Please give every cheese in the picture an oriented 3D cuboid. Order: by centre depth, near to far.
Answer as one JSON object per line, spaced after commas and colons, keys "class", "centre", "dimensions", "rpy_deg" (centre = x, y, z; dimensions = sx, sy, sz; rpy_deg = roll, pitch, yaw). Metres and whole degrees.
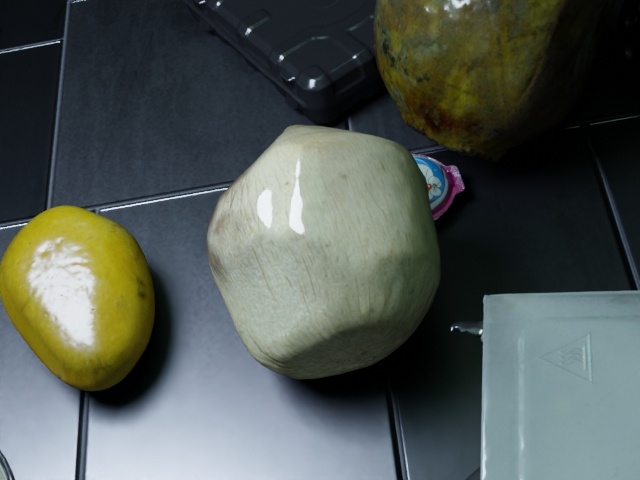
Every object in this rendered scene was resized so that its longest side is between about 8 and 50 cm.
{"class": "cheese", "centre": [0.065, -0.045, 1.126], "dimensions": [0.145, 0.038, 0.095], "rpy_deg": [-13, 50, 0]}

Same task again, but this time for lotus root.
{"class": "lotus root", "centre": [0.182, -0.252, 1.101], "dimensions": [0.250, 0.250, 0.346], "rpy_deg": [28, 103, 30]}

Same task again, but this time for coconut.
{"class": "coconut", "centre": [0.000, 0.000, 1.002], "dimensions": [0.224, 0.224, 0.224], "rpy_deg": [-6, 50, 7]}

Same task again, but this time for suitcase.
{"class": "suitcase", "centre": [-0.007, -0.261, 1.302], "dimensions": [0.206, 0.066, 0.285], "rpy_deg": [-34, 52, -15]}

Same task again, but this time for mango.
{"class": "mango", "centre": [-0.221, 0.055, 1.073], "dimensions": [0.137, 0.098, 0.195], "rpy_deg": [-16, 57, -4]}

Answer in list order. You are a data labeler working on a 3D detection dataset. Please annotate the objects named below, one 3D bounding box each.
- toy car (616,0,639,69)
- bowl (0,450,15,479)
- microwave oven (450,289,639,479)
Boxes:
{"class": "toy car", "centre": [0.432, -0.291, 1.116], "dimensions": [0.271, 0.240, 0.341], "rpy_deg": [8, 51, 21]}
{"class": "bowl", "centre": [-0.325, 0.264, 0.901], "dimensions": [0.237, 0.126, 0.238], "rpy_deg": [-6, 51, 7]}
{"class": "microwave oven", "centre": [0.231, 0.232, 0.746], "dimensions": [0.286, 0.218, 0.355], "rpy_deg": [-3, 51, 12]}
